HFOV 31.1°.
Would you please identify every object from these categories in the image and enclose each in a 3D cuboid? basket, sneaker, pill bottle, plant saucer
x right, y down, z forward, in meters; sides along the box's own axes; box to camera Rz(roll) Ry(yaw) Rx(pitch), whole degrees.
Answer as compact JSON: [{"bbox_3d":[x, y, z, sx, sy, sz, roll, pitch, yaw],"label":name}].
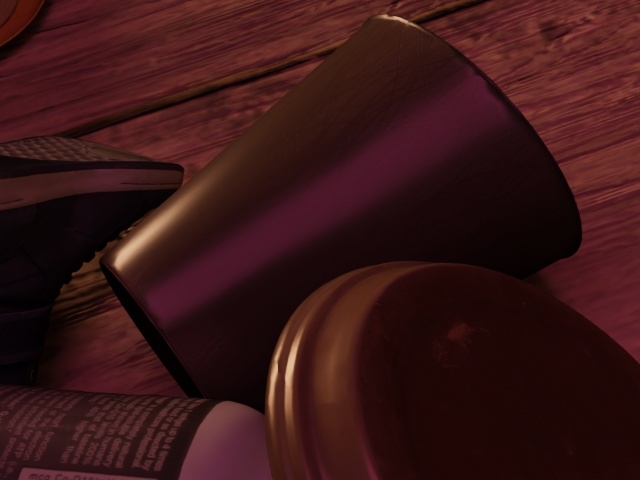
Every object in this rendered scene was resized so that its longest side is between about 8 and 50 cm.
[{"bbox_3d":[0.000,0.000,0.676,0.227,0.154,0.204,-36,56,-14],"label":"basket"},{"bbox_3d":[-0.177,0.020,0.736,0.086,0.163,0.226,16,15,28],"label":"sneaker"},{"bbox_3d":[-0.101,0.154,0.555,0.278,0.162,0.162,2,52,13],"label":"pill bottle"},{"bbox_3d":[0.102,0.113,0.518,0.278,0.041,0.278,26,36,-21],"label":"plant saucer"}]

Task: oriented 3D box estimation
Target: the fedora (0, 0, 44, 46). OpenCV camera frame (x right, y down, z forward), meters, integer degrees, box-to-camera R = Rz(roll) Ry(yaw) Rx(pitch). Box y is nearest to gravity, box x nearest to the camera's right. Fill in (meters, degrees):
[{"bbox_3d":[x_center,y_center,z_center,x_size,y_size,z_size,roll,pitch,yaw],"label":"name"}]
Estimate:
[{"bbox_3d":[-0.322,-0.224,0.963,0.194,0.079,0.194,-5,50,6],"label":"fedora"}]
